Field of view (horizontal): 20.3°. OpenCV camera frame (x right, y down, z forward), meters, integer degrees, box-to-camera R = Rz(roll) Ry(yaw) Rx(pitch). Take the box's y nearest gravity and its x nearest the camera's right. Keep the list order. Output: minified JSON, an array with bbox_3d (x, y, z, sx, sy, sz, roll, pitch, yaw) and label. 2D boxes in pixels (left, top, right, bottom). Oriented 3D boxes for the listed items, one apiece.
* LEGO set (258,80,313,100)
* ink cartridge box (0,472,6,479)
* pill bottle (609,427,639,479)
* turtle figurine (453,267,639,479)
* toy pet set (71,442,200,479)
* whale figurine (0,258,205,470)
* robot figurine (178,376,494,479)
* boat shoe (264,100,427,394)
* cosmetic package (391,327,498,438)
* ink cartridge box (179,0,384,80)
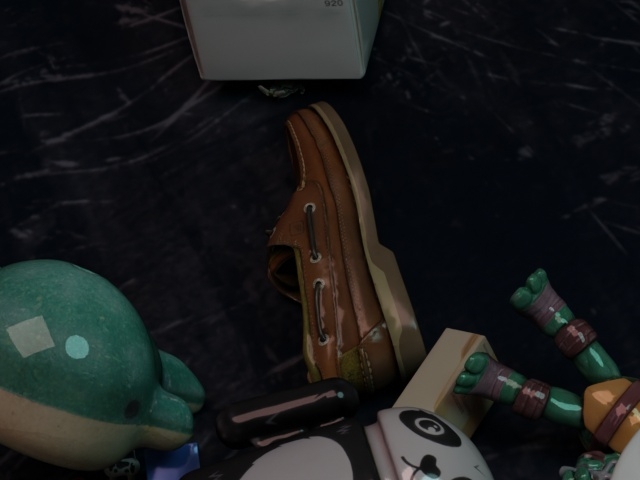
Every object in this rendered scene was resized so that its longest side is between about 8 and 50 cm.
[{"bbox_3d":[-0.024,-0.157,1.748,0.083,0.023,0.054,-11,48,-13],"label":"LEGO set"},{"bbox_3d":[-0.392,0.322,1.315,0.279,0.160,0.384,-15,48,8],"label":"ink cartridge box"},{"bbox_3d":[0.273,0.264,1.042,0.224,0.392,0.224,-8,48,9],"label":"pill bottle"},{"bbox_3d":[0.229,0.132,1.358,0.234,0.118,0.175,33,67,19],"label":"turtle figurine"},{"bbox_3d":[-0.150,0.198,1.415,0.114,0.065,0.122,-7,31,-3],"label":"toy pet set"},{"bbox_3d":[-0.182,0.089,1.407,0.216,0.272,0.141,23,97,25],"label":"whale figurine"},{"bbox_3d":[-0.003,0.224,1.297,0.278,0.209,0.173,-18,12,-1],"label":"robot figurine"},{"bbox_3d":[0.000,0.000,1.538,0.104,0.110,0.307,-17,47,-2],"label":"boat shoe"},{"bbox_3d":[0.098,0.132,1.427,0.041,0.060,0.115,10,53,40],"label":"cosmetic package"},{"bbox_3d":[-0.030,-0.288,1.745,0.171,0.168,0.232,0,42,14],"label":"ink cartridge box"}]
